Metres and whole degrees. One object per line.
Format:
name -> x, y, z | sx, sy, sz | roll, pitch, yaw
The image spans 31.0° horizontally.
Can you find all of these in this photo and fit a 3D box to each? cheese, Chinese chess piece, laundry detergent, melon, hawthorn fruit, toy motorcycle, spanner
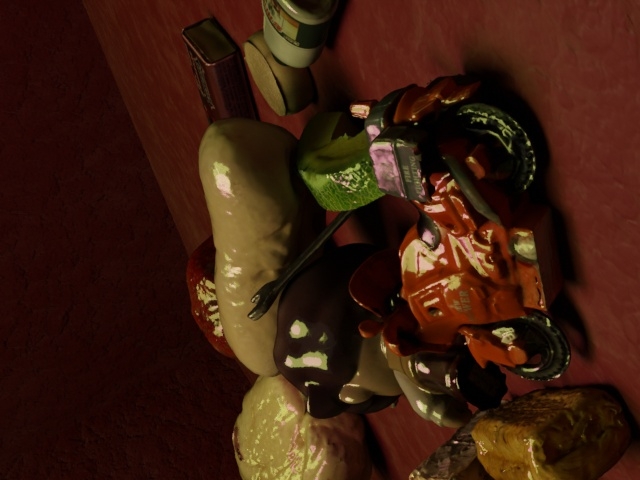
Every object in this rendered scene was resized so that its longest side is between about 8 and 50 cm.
cheese -> -0.078, 0.017, 1.504 | 0.351, 0.129, 0.329 | 9, -92, -79
Chinese chess piece -> -0.055, -0.227, 1.551 | 0.122, 0.051, 0.122 | 56, 167, 20
laundry detergent -> -0.030, -0.257, 1.331 | 0.099, 0.070, 0.226 | 53, 168, 5
melon -> 0.030, -0.097, 1.350 | 0.064, 0.118, 0.209 | 48, 161, -24
hawthorn fruit -> -0.097, 0.078, 1.949 | 0.254, 0.254, 0.300 | 62, -179, -1
toy motorcycle -> 0.116, -0.005, 1.077 | 0.221, 0.148, 0.326 | 9, 130, 34
spanner -> 0.000, 0.000, 1.377 | 0.015, 0.254, 0.054 | 40, -167, -16

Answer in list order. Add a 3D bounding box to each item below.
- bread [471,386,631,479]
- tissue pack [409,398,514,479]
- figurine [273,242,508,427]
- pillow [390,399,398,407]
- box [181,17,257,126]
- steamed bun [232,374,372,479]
bread -> 0.227, 0.200, 1.160 | 0.083, 0.114, 0.211 | 59, 170, 0
tissue pack -> 0.210, 0.317, 1.328 | 0.090, 0.186, 0.222 | -10, 109, 45
figurine -> 0.104, 0.112, 1.360 | 0.365, 0.206, 0.218 | 5, 90, 48
pillow -> 0.062, 0.209, 1.964 | 0.171, 0.075, 0.179 | 63, 167, -3
box -> -0.160, -0.247, 1.912 | 0.120, 0.069, 0.224 | 53, 164, 38
steamed bun -> -0.021, 0.435, 2.459 | 0.325, 0.230, 0.372 | -56, 50, 33
